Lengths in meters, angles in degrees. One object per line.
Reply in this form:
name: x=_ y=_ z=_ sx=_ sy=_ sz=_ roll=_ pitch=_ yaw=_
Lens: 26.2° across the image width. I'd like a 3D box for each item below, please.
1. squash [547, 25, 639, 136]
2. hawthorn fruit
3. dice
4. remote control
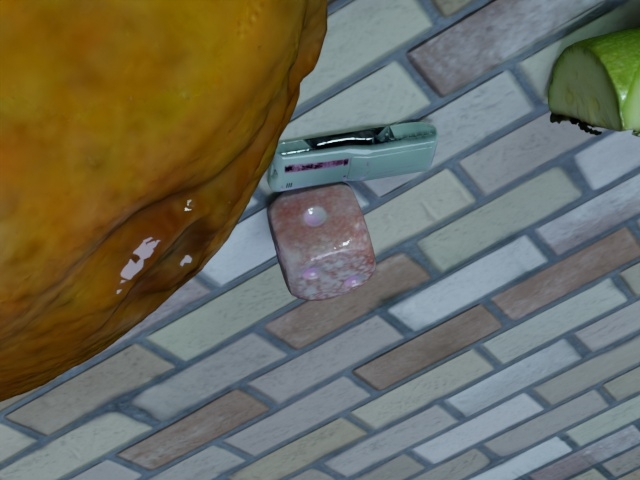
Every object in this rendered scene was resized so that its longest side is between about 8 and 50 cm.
squash: x=0.362 y=-0.169 z=1.317 sx=0.252 sy=0.169 sz=0.093 roll=-11 pitch=103 yaw=-12
hawthorn fruit: x=-0.214 y=-0.119 z=0.797 sx=0.471 sy=0.472 sz=0.472 roll=-14 pitch=147 yaw=-9
dice: x=0.000 y=0.000 z=1.389 sx=0.094 sy=0.093 sz=0.091 roll=-17 pitch=148 yaw=-2
remote control: x=0.033 y=-0.080 z=1.346 sx=0.166 sy=0.029 sz=0.065 roll=-10 pitch=147 yaw=-15
